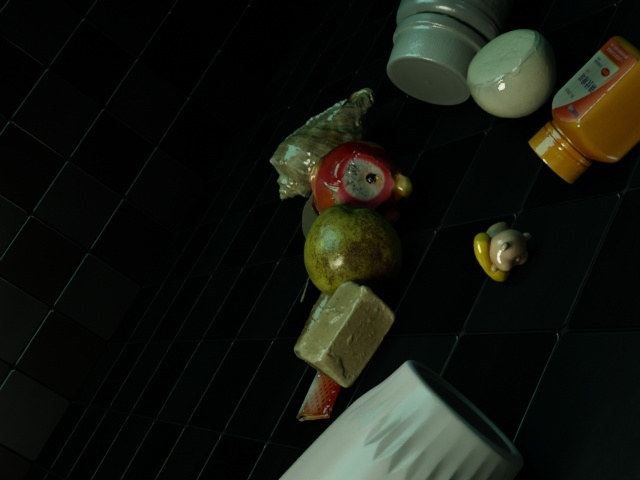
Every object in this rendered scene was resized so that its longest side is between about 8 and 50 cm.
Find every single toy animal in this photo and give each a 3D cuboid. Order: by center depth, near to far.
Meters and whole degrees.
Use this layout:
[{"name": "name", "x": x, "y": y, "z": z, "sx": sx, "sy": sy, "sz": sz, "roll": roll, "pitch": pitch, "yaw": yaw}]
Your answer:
[{"name": "toy animal", "x": 0.309, "y": 0.017, "z": 1.571, "sx": 0.082, "sy": 0.091, "sz": 0.114, "roll": -17, "pitch": 7, "yaw": 34}]

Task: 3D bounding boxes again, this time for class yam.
[{"name": "yam", "x": 0.032, "y": 0.120, "z": 2.036, "sx": 0.299, "sy": 0.066, "sz": 0.066, "roll": -60, "pitch": 20, "yaw": -16}]

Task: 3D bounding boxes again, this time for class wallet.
[{"name": "wallet", "x": 0.022, "y": 0.263, "z": 1.880, "sx": 0.103, "sy": 0.020, "sz": 0.196, "roll": -20, "pitch": 37, "yaw": 53}]

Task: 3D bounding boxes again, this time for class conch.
[{"name": "conch", "x": 0.019, "y": -0.227, "z": 2.466, "sx": 0.352, "sy": 0.210, "sz": 0.297, "roll": -34, "pitch": 24, "yaw": -14}]

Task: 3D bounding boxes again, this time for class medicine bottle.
[{"name": "medicine bottle", "x": 0.449, "y": -0.204, "z": 1.541, "sx": 0.222, "sy": 0.112, "sz": 0.149, "roll": -47, "pitch": 21, "yaw": 19}, {"name": "medicine bottle", "x": 0.292, "y": -0.489, "z": 2.184, "sx": 0.245, "sy": 0.245, "sz": 0.306, "roll": -13, "pitch": 52, "yaw": 62}]

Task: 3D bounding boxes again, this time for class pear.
[{"name": "pear", "x": 0.064, "y": 0.019, "z": 1.921, "sx": 0.197, "sy": 0.197, "sz": 0.197, "roll": -45, "pitch": 21, "yaw": 23}]

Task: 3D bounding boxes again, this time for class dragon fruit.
[{"name": "dragon fruit", "x": 0.080, "y": -0.111, "z": 2.080, "sx": 0.224, "sy": 0.224, "sz": 0.227, "roll": -54, "pitch": -1, "yaw": 0}]

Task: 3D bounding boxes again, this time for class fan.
[{"name": "fan", "x": -0.001, "y": 0.000, "z": 2.237, "sx": 0.010, "sy": 0.182, "sz": 0.310, "roll": 26, "pitch": 101, "yaw": 42}]

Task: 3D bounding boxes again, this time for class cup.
[{"name": "cup", "x": 0.074, "y": 0.361, "z": 1.263, "sx": 0.371, "sy": 0.253, "sz": 0.253, "roll": -49, "pitch": 20, "yaw": 6}]

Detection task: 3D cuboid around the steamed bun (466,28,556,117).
[{"name": "steamed bun", "x": 0.380, "y": -0.317, "z": 1.864, "sx": 0.177, "sy": 0.131, "sz": 0.228, "roll": -39, "pitch": 21, "yaw": 10}]

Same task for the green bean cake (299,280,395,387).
[{"name": "green bean cake", "x": 0.051, "y": 0.175, "z": 1.806, "sx": 0.085, "sy": 0.109, "sz": 0.179, "roll": 21, "pitch": 74, "yaw": 52}]
